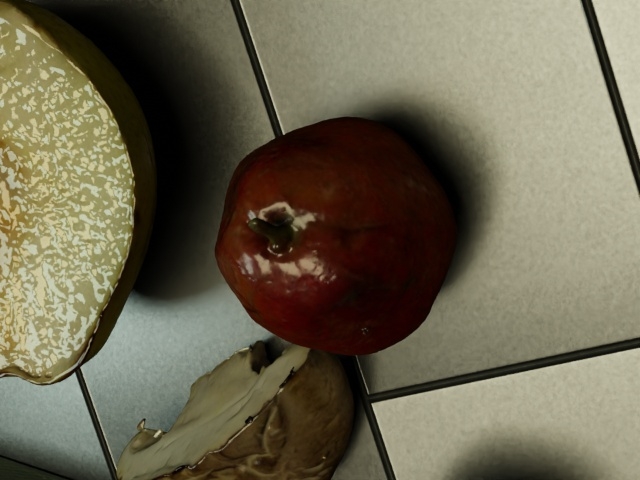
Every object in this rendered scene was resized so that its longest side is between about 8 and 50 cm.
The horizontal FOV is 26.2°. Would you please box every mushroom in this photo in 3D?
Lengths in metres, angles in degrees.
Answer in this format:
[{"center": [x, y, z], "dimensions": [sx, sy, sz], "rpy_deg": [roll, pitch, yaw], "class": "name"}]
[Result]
[{"center": [-0.070, 0.213, 1.412], "dimensions": [0.286, 0.156, 0.151], "rpy_deg": [-32, 117, 28], "class": "mushroom"}]

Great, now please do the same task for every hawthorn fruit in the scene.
[{"center": [0.000, 0.000, 1.239], "dimensions": [0.224, 0.261, 0.224], "rpy_deg": [3, 97, 22], "class": "hawthorn fruit"}]

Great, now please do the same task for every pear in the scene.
[{"center": [-0.299, -0.057, 1.399], "dimensions": [0.340, 0.191, 0.386], "rpy_deg": [-2, 102, 21], "class": "pear"}]

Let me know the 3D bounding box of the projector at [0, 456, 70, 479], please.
[{"center": [-0.357, 0.370, 1.579], "dimensions": [0.250, 0.108, 0.198], "rpy_deg": [14, 109, 21], "class": "projector"}]
